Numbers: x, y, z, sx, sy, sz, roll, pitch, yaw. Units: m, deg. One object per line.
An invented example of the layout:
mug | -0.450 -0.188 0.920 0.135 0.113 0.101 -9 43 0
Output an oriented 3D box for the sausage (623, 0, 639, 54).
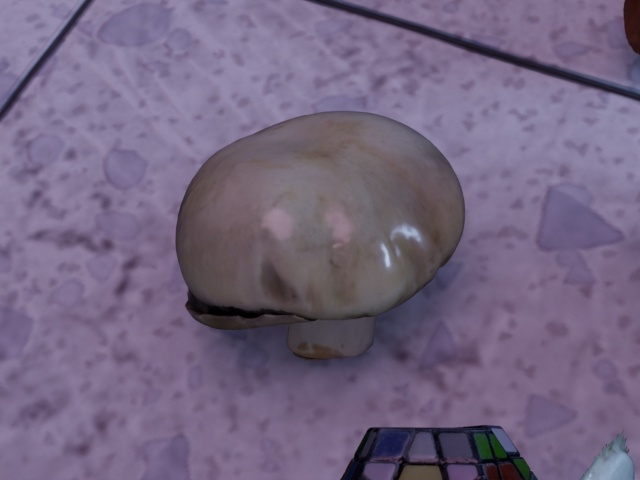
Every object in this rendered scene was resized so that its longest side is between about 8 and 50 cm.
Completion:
sausage | 0.249 -0.170 0.808 0.077 0.077 0.194 31 67 25

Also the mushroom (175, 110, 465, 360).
mushroom | 0.000 0.000 0.715 0.154 0.122 0.154 -12 18 4

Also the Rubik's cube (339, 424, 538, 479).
Rubik's cube | 0.052 0.132 0.627 0.111 0.111 0.093 36 46 27

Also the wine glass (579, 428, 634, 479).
wine glass | 0.224 0.202 0.528 0.321 0.143 0.143 26 64 23
